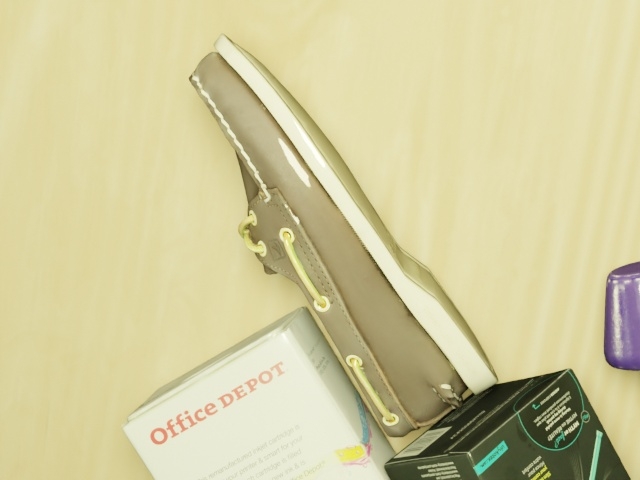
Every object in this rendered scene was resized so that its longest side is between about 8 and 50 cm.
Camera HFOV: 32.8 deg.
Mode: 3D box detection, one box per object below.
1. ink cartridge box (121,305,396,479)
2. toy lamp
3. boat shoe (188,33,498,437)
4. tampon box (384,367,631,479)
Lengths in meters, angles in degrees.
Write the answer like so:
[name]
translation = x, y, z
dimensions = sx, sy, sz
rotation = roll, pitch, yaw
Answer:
[ink cartridge box]
translation = -0.028, 0.181, 0.840
dimensions = 0.154, 0.093, 0.212
rotation = -31, 94, 12
[toy lamp]
translation = 0.264, 0.150, 0.798
dimensions = 0.080, 0.080, 0.274
rotation = -14, 99, 11
[boat shoe]
translation = 0.000, 0.000, 0.799
dimensions = 0.097, 0.116, 0.324
rotation = -36, 97, 9
[tampon box]
translation = 0.150, 0.196, 0.784
dimensions = 0.101, 0.120, 0.161
rotation = -25, 94, 55
